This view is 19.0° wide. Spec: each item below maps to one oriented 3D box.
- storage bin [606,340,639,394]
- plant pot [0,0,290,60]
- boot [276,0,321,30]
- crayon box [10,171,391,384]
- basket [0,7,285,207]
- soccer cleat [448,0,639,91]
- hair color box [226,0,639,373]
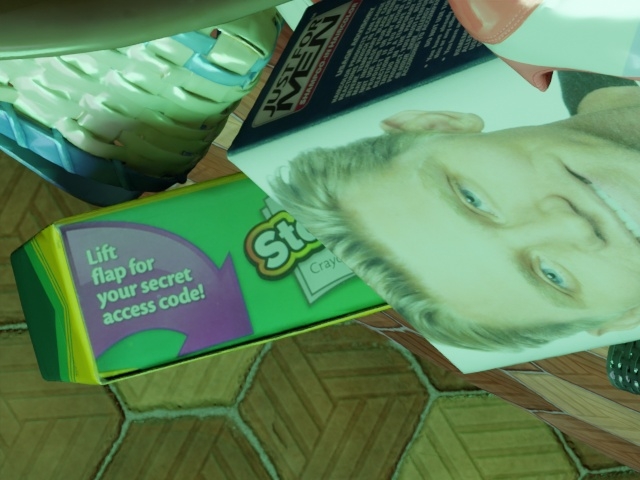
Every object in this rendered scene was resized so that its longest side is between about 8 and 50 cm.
[{"bbox_3d":[0.279,0.054,1.230,0.180,0.122,0.084,12,-177,-44],"label":"storage bin"},{"bbox_3d":[-0.065,-0.208,0.425,0.323,0.323,0.280,27,-173,-5],"label":"plant pot"},{"bbox_3d":[-0.008,-0.208,0.879,0.244,0.088,0.176,44,143,-3],"label":"boot"},{"bbox_3d":[0.000,0.000,1.224,0.363,0.106,0.313,-15,-179,-14],"label":"crayon box"},{"bbox_3d":[-0.155,-0.135,1.156,0.254,0.201,0.289,31,139,-25],"label":"basket"},{"bbox_3d":[0.146,-0.089,0.584,0.248,0.083,0.095,1,144,37],"label":"soccer cleat"},{"bbox_3d":[0.141,-0.055,0.780,0.174,0.105,0.347,42,146,-24],"label":"hair color box"}]
